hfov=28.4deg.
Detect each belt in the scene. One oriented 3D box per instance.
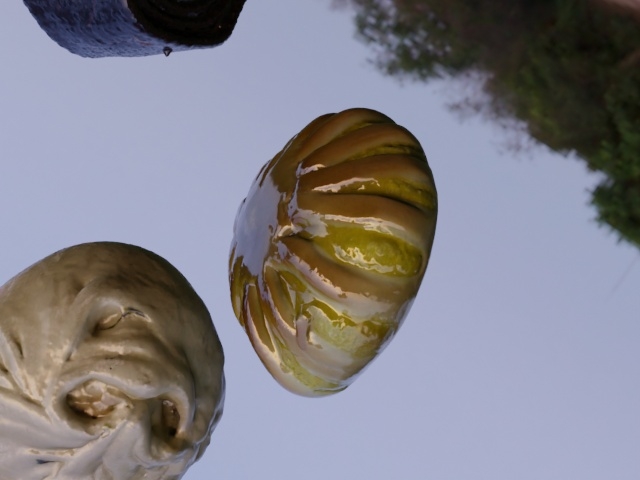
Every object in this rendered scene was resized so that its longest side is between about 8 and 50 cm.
[{"bbox_3d":[-0.146,-0.287,0.992,0.164,0.289,0.184,4,173,40],"label":"belt"}]

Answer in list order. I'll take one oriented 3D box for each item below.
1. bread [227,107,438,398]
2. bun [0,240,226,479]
[{"bbox_3d":[0.000,0.000,0.882,0.104,0.213,0.213,24,-163,-20],"label":"bread"},{"bbox_3d":[-0.178,0.117,0.982,0.231,0.231,0.133,30,-177,-8],"label":"bun"}]
